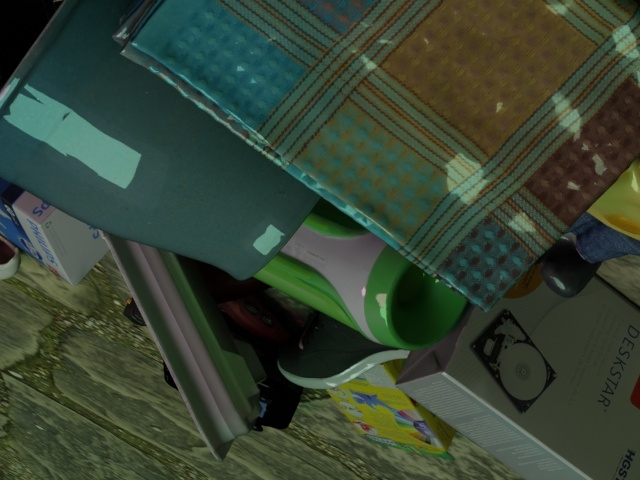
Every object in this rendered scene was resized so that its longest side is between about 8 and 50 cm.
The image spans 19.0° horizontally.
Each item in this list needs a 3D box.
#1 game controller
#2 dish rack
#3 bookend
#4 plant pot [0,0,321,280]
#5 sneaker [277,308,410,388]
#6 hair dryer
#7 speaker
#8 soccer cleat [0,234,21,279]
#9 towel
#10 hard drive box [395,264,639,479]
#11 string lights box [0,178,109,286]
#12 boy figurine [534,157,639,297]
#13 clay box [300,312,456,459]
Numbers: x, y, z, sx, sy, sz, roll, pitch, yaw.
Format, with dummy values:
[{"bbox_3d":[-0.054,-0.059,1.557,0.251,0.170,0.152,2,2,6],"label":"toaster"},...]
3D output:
[{"bbox_3d":[-0.107,0.171,2.281,0.167,0.067,0.319,13,166,-1],"label":"game controller"},{"bbox_3d":[-0.141,0.051,1.929,0.285,0.072,0.332,166,79,-90],"label":"dish rack"},{"bbox_3d":[-0.242,-0.205,1.735,0.157,0.156,0.072,-13,162,-16],"label":"bookend"},{"bbox_3d":[-0.114,-0.109,1.563,0.255,0.271,0.272,35,155,-11],"label":"plant pot"},{"bbox_3d":[0.018,0.066,1.992,0.147,0.104,0.296,41,147,-22],"label":"sneaker"},{"bbox_3d":[-0.098,0.057,2.155,0.224,0.080,0.293,14,163,-8],"label":"hair dryer"},{"bbox_3d":[0.000,0.000,1.778,0.296,0.131,0.131,26,160,43],"label":"speaker"},{"bbox_3d":[-0.462,-0.012,2.379,0.196,0.068,0.076,25,151,-10],"label":"soccer cleat"},{"bbox_3d":[0.072,-0.136,1.413,0.370,0.040,0.271,36,111,-18],"label":"towel"},{"bbox_3d":[0.211,0.118,1.792,0.232,0.181,0.089,36,153,-18],"label":"hard drive box"},{"bbox_3d":[-0.345,-0.072,2.047,0.260,0.077,0.133,34,160,27],"label":"string lights box"},{"bbox_3d":[0.264,-0.028,1.562,0.177,0.092,0.285,37,157,-12],"label":"boy figurine"},{"bbox_3d":[0.073,0.171,2.189,0.127,0.053,0.222,10,151,34],"label":"clay box"}]
